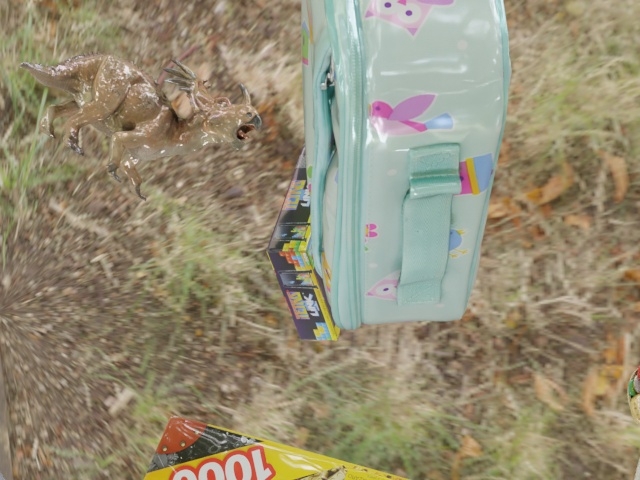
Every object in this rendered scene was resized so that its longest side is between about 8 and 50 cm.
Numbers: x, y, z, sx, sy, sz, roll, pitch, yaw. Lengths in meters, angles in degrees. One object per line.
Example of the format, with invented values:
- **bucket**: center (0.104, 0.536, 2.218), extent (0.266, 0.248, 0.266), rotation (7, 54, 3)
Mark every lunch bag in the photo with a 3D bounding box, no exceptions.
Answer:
- **lunch bag**: center (0.042, -0.084, 0.795), extent (0.108, 0.279, 0.224), rotation (-2, 57, 1)

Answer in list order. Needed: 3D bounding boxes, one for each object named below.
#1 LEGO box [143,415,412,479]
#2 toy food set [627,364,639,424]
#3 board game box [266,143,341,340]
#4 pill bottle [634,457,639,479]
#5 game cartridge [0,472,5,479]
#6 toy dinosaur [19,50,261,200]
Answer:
- **LEGO box**: center (-0.023, 0.489, 1.795), extent (0.500, 0.193, 0.372), rotation (12, 64, 19)
- **toy food set**: center (0.442, 0.207, 1.812), extent (0.083, 0.020, 0.082), rotation (3, 81, -34)
- **board game box**: center (0.000, 0.000, 1.467), extent (0.048, 0.141, 0.170), rotation (0, 45, 19)
- **pill bottle**: center (0.435, 0.242, 1.136), extent (0.318, 0.176, 0.176), rotation (14, 84, 2)
- **game cartridge**: center (-0.300, 0.136, 0.611), extent (0.294, 0.060, 0.196), rotation (-29, 76, -32)
- **toy dinosaur**: center (-0.245, -0.182, 1.769), extent (0.296, 0.127, 0.200), rotation (35, 86, -16)
